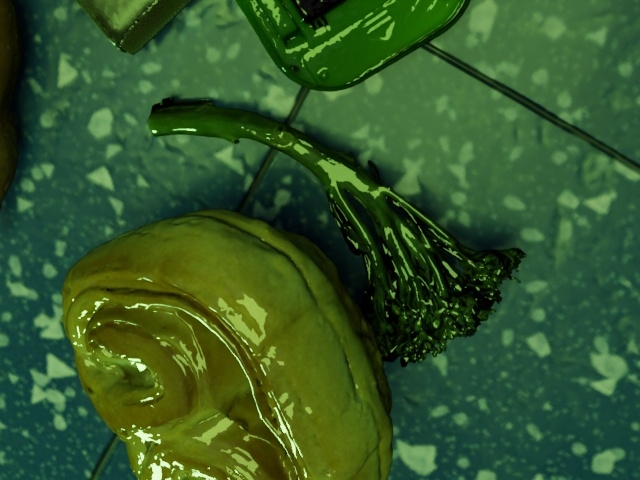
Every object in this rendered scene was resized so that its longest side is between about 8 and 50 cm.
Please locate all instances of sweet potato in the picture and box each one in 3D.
[{"bbox_3d":[-0.232,-0.085,0.582,0.056,0.056,0.195,8,112,6],"label":"sweet potato"}]

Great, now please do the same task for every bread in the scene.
[{"bbox_3d":[-0.055,0.091,0.550,0.198,0.120,0.236,-14,108,31],"label":"bread"}]

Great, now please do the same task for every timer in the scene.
[{"bbox_3d":[0.017,-0.164,0.510,0.140,0.047,0.128,-30,112,8],"label":"timer"}]

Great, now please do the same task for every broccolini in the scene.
[{"bbox_3d":[-0.007,-0.006,0.577,0.271,0.062,0.123,30,103,6],"label":"broccolini"}]

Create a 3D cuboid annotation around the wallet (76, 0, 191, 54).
[{"bbox_3d":[-0.086,-0.221,0.529,0.198,0.031,0.110,-39,97,16],"label":"wallet"}]
